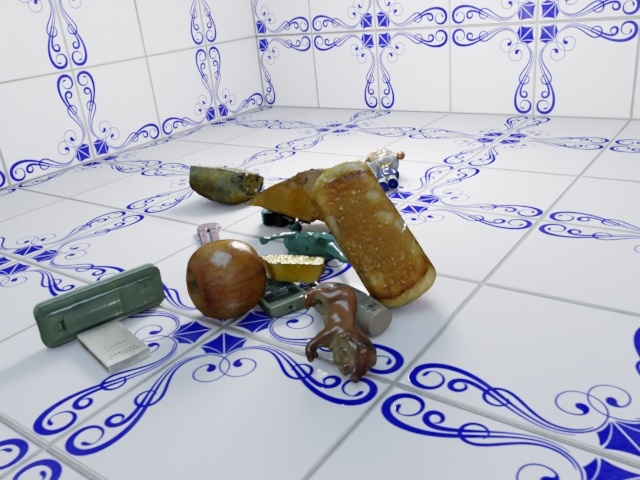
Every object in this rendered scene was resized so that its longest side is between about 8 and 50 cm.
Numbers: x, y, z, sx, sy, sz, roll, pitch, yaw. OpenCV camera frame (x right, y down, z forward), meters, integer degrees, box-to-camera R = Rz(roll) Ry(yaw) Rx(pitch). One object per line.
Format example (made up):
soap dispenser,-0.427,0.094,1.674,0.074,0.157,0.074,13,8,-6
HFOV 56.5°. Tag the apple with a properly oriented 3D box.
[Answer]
apple,-0.250,0.101,1.567,0.188,0.211,0.211,-12,22,-34

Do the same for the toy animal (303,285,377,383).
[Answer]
toy animal,0.042,0.194,1.366,0.157,0.097,0.312,-8,44,5

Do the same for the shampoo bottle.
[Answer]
shampoo bottle,0.062,0.161,1.506,0.127,0.078,0.257,-27,33,-31

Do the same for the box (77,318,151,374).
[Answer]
box,-0.514,0.260,1.480,0.109,0.029,0.198,-23,29,-35

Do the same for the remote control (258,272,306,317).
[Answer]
remote control,-0.141,0.132,1.678,0.123,0.038,0.285,-16,25,-21

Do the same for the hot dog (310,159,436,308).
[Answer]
hot dog,0.141,-0.015,1.600,0.185,0.405,0.223,-32,-6,5

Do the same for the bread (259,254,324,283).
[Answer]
bread,-0.078,0.077,1.683,0.187,0.065,0.103,4,16,-11

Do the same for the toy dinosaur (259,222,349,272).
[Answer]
toy dinosaur,0.000,0.000,1.903,0.383,0.129,0.331,7,17,25

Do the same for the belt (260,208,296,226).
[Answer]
belt,-0.153,-0.091,2.179,0.140,0.058,0.105,3,21,21

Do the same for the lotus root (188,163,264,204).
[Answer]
lotus root,-0.357,-0.225,2.448,0.260,0.149,0.267,14,12,31

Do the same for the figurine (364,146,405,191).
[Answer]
figurine,0.278,-0.295,2.481,0.194,0.133,0.274,-34,34,-5

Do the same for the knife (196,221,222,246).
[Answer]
knife,-0.373,0.010,2.022,0.132,0.038,0.398,-8,22,-12

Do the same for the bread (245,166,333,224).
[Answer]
bread,-0.034,-0.103,2.062,0.315,0.279,0.248,-31,0,27

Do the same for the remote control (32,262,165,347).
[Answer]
remote control,-0.575,0.170,1.580,0.335,0.128,0.065,-23,28,-34
